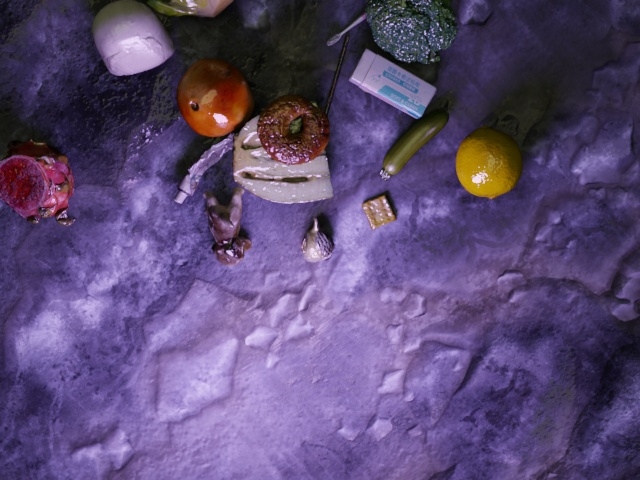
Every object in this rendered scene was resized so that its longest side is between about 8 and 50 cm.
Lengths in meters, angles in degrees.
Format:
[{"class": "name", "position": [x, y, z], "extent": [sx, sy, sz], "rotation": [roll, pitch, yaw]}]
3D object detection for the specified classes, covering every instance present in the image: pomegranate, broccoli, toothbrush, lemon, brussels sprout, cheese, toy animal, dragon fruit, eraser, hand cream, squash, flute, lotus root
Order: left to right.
[{"class": "dragon fruit", "position": [-0.785, -0.161, 1.907], "extent": [0.211, 0.147, 0.282], "rotation": [-31, 94, 3]}, {"class": "cheese", "position": [-0.511, -0.549, 1.849], "extent": [0.198, 0.189, 0.154], "rotation": [-21, 64, 2]}, {"class": "brussels sprout", "position": [-0.352, -0.705, 1.784], "extent": [0.294, 0.259, 0.227], "rotation": [36, 64, -11]}, {"class": "hand cream", "position": [-0.320, -0.205, 1.931], "extent": [0.050, 0.084, 0.257], "rotation": [44, 94, 17]}, {"class": "pomegranate", "position": [-0.284, -0.377, 1.853], "extent": [0.209, 0.209, 0.209], "rotation": [0, 97, 0]}, {"class": "toy animal", "position": [-0.255, -0.042, 1.910], "extent": [0.121, 0.233, 0.168], "rotation": [-7, 57, -8]}, {"class": "lotus root", "position": [-0.115, -0.226, 1.894], "extent": [0.260, 0.149, 0.267], "rotation": [-12, 102, -2]}, {"class": "toy animal", "position": [0.000, 0.000, 1.944], "extent": [0.098, 0.098, 0.137], "rotation": [18, 115, -2]}, {"class": "flute", "position": [0.039, -0.440, 1.933], "extent": [0.014, 0.014, 0.269], "rotation": [16, 97, -2]}, {"class": "toothbrush", "position": [0.133, -0.629, 1.905], "extent": [0.286, 0.025, 0.020], "rotation": [-37, 96, 4]}, {"class": "eraser", "position": [0.198, -0.428, 1.892], "extent": [0.225, 0.052, 0.095], "rotation": [27, 90, -7]}, {"class": "squash", "position": [0.255, -0.273, 1.925], "extent": [0.258, 0.069, 0.069], "rotation": [-44, 95, 4]}, {"class": "broccoli", "position": [0.245, -0.598, 1.820], "extent": [0.242, 0.261, 0.269], "rotation": [-36, 67, -21]}, {"class": "lemon", "position": [0.458, -0.214, 1.878], "extent": [0.178, 0.178, 0.203], "rotation": [-7, 95, 1]}]

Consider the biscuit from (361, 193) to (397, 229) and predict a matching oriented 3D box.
[{"class": "biscuit", "position": [0.168, -0.082, 1.973], "extent": [0.081, 0.018, 0.083], "rotation": [-24, 95, 3]}]

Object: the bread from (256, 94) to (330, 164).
[{"class": "bread", "position": [-0.069, -0.282, 1.781], "extent": [0.193, 0.064, 0.193], "rotation": [-1, 101, -7]}]
